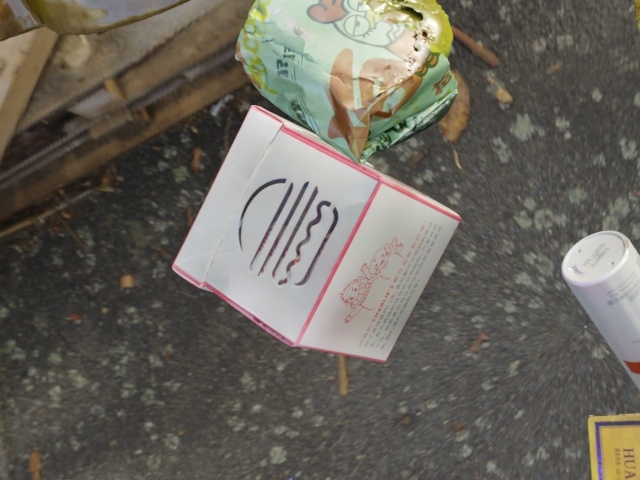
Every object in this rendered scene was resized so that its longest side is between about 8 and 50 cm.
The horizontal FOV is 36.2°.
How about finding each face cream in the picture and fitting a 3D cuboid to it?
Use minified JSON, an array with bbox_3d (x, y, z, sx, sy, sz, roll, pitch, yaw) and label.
[{"bbox_3d":[0.447,0.137,1.330,0.102,0.102,0.345,-36,117,9],"label":"face cream"}]

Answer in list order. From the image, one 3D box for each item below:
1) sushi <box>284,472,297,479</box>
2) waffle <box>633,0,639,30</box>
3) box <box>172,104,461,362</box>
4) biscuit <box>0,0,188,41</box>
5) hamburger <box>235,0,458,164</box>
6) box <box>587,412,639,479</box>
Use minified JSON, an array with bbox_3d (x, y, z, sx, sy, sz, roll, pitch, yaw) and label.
[{"bbox_3d":[0.042,0.324,0.691,0.279,0.043,0.193,37,103,22],"label":"sushi"},{"bbox_3d":[0.528,-0.378,1.499,0.060,0.307,0.312,-11,92,36],"label":"waffle"},{"bbox_3d":[0.000,0.000,1.663,0.300,0.312,0.314,31,96,34],"label":"box"},{"bbox_3d":[-0.092,-0.131,0.423,0.236,0.039,0.180,9,47,43],"label":"biscuit"},{"bbox_3d":[0.045,-0.204,0.985,0.235,0.125,0.214,-36,72,-19],"label":"hamburger"},{"bbox_3d":[0.405,0.315,1.207,0.084,0.301,0.193,-6,77,26],"label":"box"}]
